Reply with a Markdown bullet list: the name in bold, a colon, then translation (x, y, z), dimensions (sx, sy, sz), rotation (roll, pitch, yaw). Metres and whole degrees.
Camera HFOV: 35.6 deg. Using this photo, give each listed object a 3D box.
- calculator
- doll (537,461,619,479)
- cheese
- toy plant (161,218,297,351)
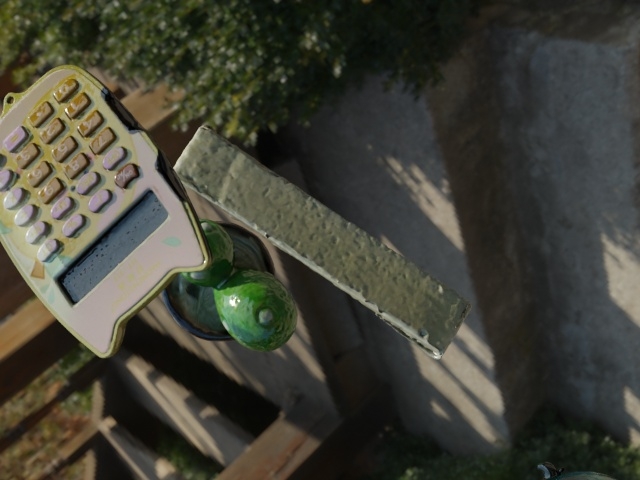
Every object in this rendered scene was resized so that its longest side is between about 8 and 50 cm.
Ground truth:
- **calculator**: translation (-0.190, -0.033, 0.805), dimensions (0.236, 0.157, 0.033), rotation (52, -167, 16)
- **doll**: translation (0.346, 0.424, 1.224), dimensions (0.198, 0.186, 0.322), rotation (-40, 67, 50)
- **cheese**: translation (0.001, -0.001, 1.208), dimensions (0.400, 0.085, 0.034), rotation (35, 171, 0)
- **toy plant**: translation (-0.139, 0.065, 1.451), dimensions (0.218, 0.175, 0.235), rotation (48, 167, -10)
